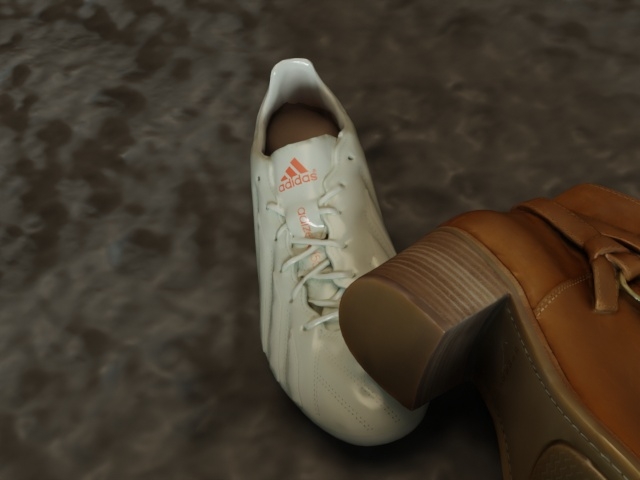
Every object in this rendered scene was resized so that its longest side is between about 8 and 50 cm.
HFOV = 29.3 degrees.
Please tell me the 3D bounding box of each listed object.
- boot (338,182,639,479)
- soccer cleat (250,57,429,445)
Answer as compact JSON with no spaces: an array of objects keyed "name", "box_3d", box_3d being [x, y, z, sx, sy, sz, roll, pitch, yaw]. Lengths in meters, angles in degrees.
[{"name":"boot","box_3d":[0.119,0.055,0.456,0.152,0.073,0.197,-22,62,-41]},{"name":"soccer cleat","box_3d":[0.000,0.000,0.524,0.068,0.076,0.196,-12,44,-3]}]
